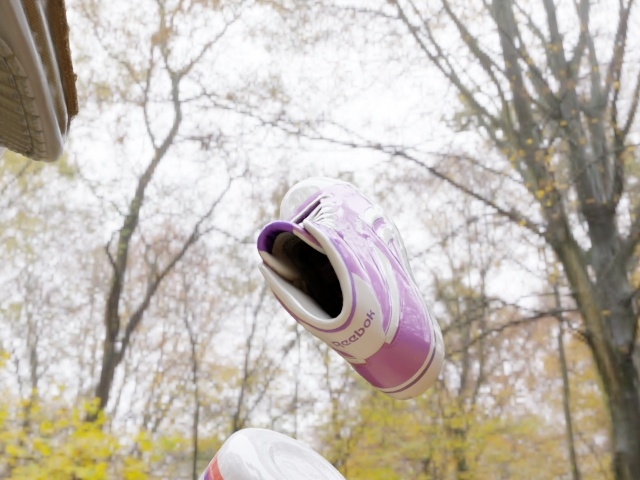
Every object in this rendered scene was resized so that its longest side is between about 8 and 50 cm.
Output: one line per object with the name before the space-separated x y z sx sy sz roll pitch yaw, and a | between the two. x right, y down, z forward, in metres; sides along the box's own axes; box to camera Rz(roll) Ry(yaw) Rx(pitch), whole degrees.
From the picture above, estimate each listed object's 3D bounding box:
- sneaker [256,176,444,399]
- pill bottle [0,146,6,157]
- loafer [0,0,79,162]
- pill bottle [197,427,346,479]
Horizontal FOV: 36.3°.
sneaker | 0.001 -0.001 0.850 0.102 0.282 0.161 -45 -52 9
pill bottle | -0.354 -0.114 0.749 0.229 0.229 0.408 21 -52 -32
loafer | -0.161 -0.140 0.492 0.094 0.087 0.251 25 -34 15
pill bottle | -0.104 0.371 1.037 0.181 0.181 0.323 28 -78 -40
